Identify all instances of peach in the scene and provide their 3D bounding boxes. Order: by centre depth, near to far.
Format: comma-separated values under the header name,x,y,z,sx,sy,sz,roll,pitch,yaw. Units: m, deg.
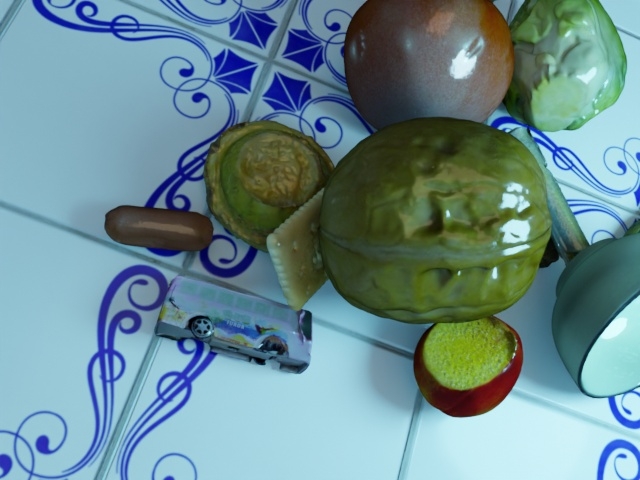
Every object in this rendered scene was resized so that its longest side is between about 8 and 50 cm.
name,x,y,z,sx,sy,sz,roll,pitch,yaw
peach,0.267,0.220,1.160,0.190,0.192,0.190,14,41,-12

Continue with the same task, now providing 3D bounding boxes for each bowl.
name,x,y,z,sx,sy,sz,roll,pitch,yaw
bowl,0.583,0.117,1.237,0.353,0.354,0.185,-14,41,-18

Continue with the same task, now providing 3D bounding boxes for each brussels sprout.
name,x,y,z,sx,sy,sz,roll,pitch,yaw
brussels sprout,0.496,-0.381,1.367,0.344,0.268,0.344,33,49,-47

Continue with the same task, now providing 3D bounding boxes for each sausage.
name,x,y,z,sx,sy,sz,roll,pitch,yaw
sausage,-0.291,-0.022,1.164,0.193,0.077,0.077,5,71,-13

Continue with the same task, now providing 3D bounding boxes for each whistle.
name,x,y,z,sx,sy,sz,roll,pitch,yaw
whistle,0.471,-0.087,1.332,0.067,0.057,0.327,-16,76,-19

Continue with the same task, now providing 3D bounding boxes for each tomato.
name,x,y,z,sx,sy,sz,roll,pitch,yaw
tomato,0.217,-0.346,1.272,0.341,0.341,0.273,1,86,-14

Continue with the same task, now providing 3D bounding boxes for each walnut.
name,x,y,z,sx,sy,sz,roll,pitch,yaw
walnut,0.193,-0.028,1.089,0.397,0.354,0.308,-6,28,2

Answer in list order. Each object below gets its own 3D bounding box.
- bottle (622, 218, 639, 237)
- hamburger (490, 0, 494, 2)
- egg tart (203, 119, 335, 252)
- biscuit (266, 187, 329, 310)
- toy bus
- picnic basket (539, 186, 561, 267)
name,x,y,z,sx,sy,sz,roll,pitch,yaw
bottle,0.722,-0.013,1.418,0.083,0.083,0.270,42,64,2
hamburger,0.296,-0.631,1.484,0.283,0.145,0.260,-21,75,-26
egg tart,-0.088,-0.118,1.230,0.288,0.118,0.289,4,69,-10
biscuit,0.001,0.000,1.172,0.249,0.030,0.160,-43,126,-42
toy bus,-0.146,0.152,1.135,0.273,0.090,0.112,17,60,-10
picnic basket,0.463,-0.041,1.375,0.110,0.055,0.194,14,67,-10
